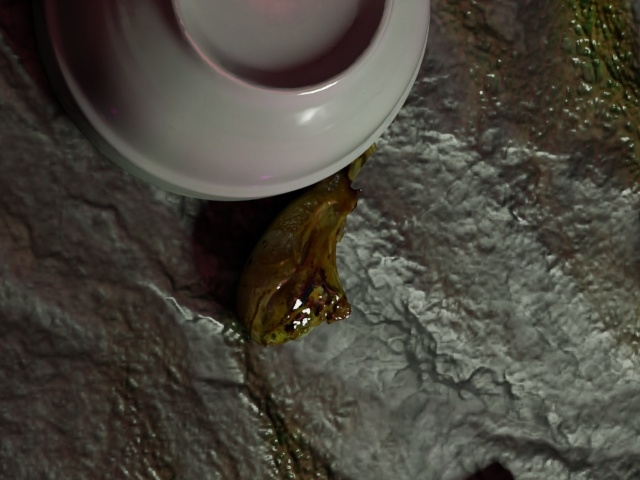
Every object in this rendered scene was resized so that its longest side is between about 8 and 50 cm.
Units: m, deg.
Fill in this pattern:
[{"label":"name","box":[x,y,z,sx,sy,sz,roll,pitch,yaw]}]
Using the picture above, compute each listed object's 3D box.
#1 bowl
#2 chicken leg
[{"label":"bowl","box":[-0.047,-0.170,1.326,0.287,0.144,0.287,0,90,-17]},{"label":"chicken leg","box":[0.000,0.000,1.427,0.093,0.070,0.178,29,74,-22]}]
